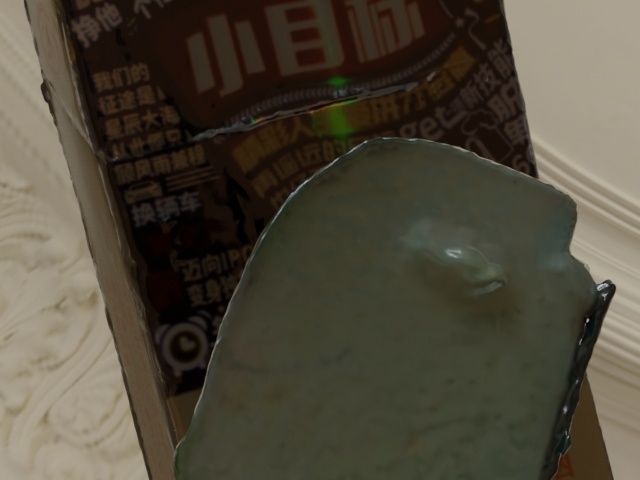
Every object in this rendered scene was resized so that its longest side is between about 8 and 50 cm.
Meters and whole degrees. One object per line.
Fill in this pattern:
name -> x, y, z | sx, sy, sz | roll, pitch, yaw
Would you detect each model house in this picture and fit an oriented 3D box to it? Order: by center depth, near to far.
model house -> 0.026, 0.052, 0.652 | 0.119, 0.149, 0.148 | 17, -103, 4

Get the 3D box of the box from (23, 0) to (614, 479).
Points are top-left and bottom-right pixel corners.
box -> 0.000, 0.000, 0.828 | 0.198, 0.084, 0.310 | -17, -82, -18
